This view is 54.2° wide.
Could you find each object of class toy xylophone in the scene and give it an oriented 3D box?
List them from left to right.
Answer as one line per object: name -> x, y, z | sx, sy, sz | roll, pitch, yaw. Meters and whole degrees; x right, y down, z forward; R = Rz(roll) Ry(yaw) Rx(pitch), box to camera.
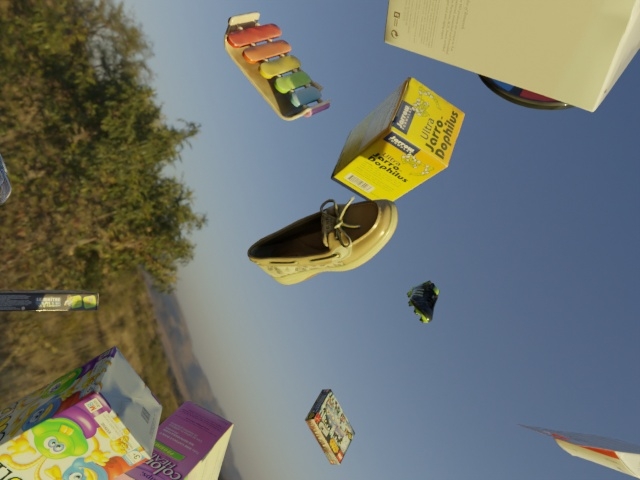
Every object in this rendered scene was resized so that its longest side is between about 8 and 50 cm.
toy xylophone -> -0.102, -0.442, 1.594 | 0.322, 0.236, 0.081 | 45, -49, -4

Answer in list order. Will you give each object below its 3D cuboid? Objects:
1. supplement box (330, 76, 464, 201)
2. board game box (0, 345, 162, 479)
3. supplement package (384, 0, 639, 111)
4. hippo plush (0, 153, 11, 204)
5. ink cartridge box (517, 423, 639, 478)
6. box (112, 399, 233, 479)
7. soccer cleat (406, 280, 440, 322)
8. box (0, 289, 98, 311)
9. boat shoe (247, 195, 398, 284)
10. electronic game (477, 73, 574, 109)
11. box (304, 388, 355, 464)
supplement box -> 0.213, -0.268, 1.803 | 0.195, 0.194, 0.356 | 29, -26, -15
board game box -> -0.413, 0.315, 0.986 | 0.142, 0.275, 0.144 | 59, 3, -19
supplement package -> 0.242, -0.311, 0.708 | 0.263, 0.198, 0.199 | 27, -43, 23
hippo plush -> -0.785, -0.175, 1.243 | 0.234, 0.236, 0.294 | 43, -31, 54
ink cartridge box -> 0.531, 0.413, 1.214 | 0.189, 0.232, 0.066 | 164, -68, -72
box -> -0.297, 0.476, 1.218 | 0.243, 0.117, 0.213 | -40, 150, -64
soccer cleat -> 0.241, 0.135, 1.439 | 0.060, 0.072, 0.179 | 52, 11, -10
box -> -0.566, 0.119, 1.251 | 0.114, 0.207, 0.036 | -1, -94, 54
boat shoe -> 0.000, 0.000, 1.058 | 0.089, 0.285, 0.104 | 31, 45, -40
electronic game -> 0.379, -0.310, 1.069 | 0.048, 0.229, 0.229 | 84, -20, -57
box -> 0.023, 0.410, 1.379 | 0.027, 0.094, 0.137 | -12, -64, 35
